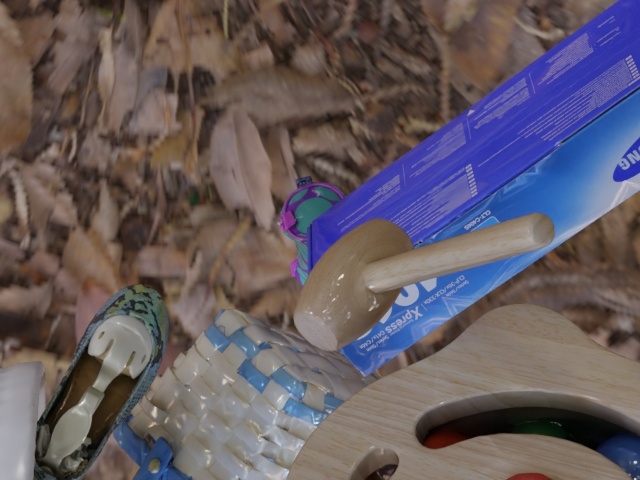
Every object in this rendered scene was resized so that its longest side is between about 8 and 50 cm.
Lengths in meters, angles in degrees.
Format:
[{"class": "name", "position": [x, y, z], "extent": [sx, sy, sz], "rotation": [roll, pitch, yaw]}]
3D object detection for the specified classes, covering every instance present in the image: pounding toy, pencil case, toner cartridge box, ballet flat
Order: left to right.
[{"class": "ballet flat", "position": [-0.169, 0.114, 1.409], "extent": [0.070, 0.070, 0.188], "rotation": [29, 72, -11]}, {"class": "pencil case", "position": [0.000, 0.000, 1.706], "extent": [0.070, 0.151, 0.064], "rotation": [-6, 67, 3]}, {"class": "pounding toy", "position": [0.066, 0.093, 0.702], "extent": [0.154, 0.269, 0.155], "rotation": [-47, 142, -18]}, {"class": "toner cartridge box", "position": [0.146, -0.048, 1.449], "extent": [0.348, 0.165, 0.075], "rotation": [-35, 114, 17]}]

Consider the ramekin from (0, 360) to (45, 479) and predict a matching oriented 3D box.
[{"class": "ramekin", "position": [-0.278, 0.226, 1.361], "extent": [0.135, 0.277, 0.277], "rotation": [2, 103, -7]}]

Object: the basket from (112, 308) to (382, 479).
[{"class": "basket", "position": [-0.061, 0.220, 1.573], "extent": [0.255, 0.201, 0.289], "rotation": [24, 97, -48]}]
